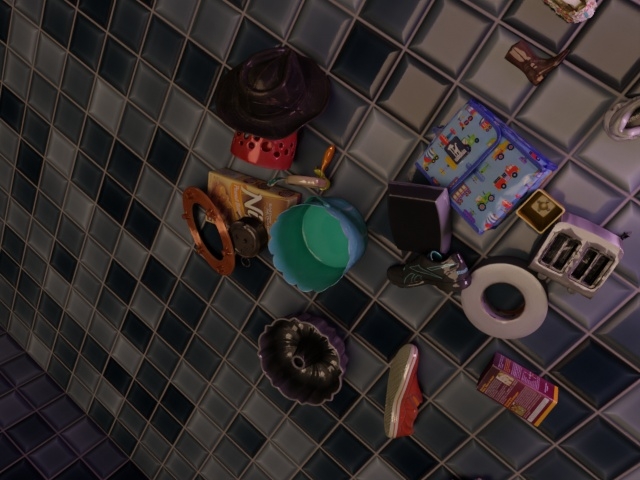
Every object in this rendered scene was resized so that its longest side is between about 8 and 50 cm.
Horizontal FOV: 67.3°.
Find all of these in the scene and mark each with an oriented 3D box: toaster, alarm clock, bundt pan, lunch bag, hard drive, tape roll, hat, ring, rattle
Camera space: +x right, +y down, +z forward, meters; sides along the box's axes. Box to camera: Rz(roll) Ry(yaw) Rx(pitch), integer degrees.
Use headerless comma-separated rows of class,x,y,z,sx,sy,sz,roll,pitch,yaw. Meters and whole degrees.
toaster,0.627,0.031,1.176,0.168,0.110,0.185,30,118,16
alarm clock,-0.242,0.008,1.568,0.129,0.064,0.192,22,126,20
bundt pan,-0.046,0.390,1.648,0.331,0.124,0.330,9,110,26
lunch bag,0.401,-0.199,1.231,0.293,0.138,0.221,50,124,20
hard drive,0.265,-0.050,1.303,0.172,0.054,0.254,12,146,24
tape roll,0.500,0.154,1.307,0.219,0.072,0.219,9,111,25
hat,-0.133,-0.438,1.304,0.331,0.331,0.134,32,156,16
ring,-0.399,-0.026,1.667,0.337,0.032,0.336,37,142,36
rattle,-0.065,-0.222,1.469,0.200,0.130,0.142,13,112,36

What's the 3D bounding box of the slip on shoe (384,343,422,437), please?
slip on shoe,0.274,0.478,1.526,0.101,0.123,0.331,4,106,-7

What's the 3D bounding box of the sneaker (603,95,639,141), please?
sneaker,0.750,-0.300,0.998,0.292,0.118,0.110,-34,87,31

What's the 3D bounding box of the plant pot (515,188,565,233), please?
plant pot,0.550,-0.079,1.194,0.081,0.083,0.081,45,122,14

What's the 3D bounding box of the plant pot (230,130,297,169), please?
plant pot,-0.159,-0.321,1.436,0.191,0.191,0.174,25,114,19

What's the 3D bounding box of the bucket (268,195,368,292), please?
bucket,0.000,0.000,1.460,0.281,0.183,0.281,9,109,25

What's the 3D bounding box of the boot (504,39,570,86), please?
boot,0.507,-0.440,1.131,0.114,0.037,0.106,51,120,10

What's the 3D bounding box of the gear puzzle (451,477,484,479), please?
gear puzzle,0.536,0.914,1.561,0.176,0.044,0.338,-19,99,30

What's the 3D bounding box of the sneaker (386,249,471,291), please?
sneaker,0.296,0.075,1.350,0.267,0.101,0.106,-1,113,46

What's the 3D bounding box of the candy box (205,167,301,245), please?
candy box,-0.230,-0.109,1.601,0.317,0.087,0.182,21,118,22

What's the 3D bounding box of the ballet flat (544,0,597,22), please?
ballet flat,0.510,-0.578,1.058,0.241,0.077,0.091,45,122,9

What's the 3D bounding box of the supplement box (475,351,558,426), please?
supplement box,0.554,0.418,1.359,0.188,0.081,0.104,30,118,16
